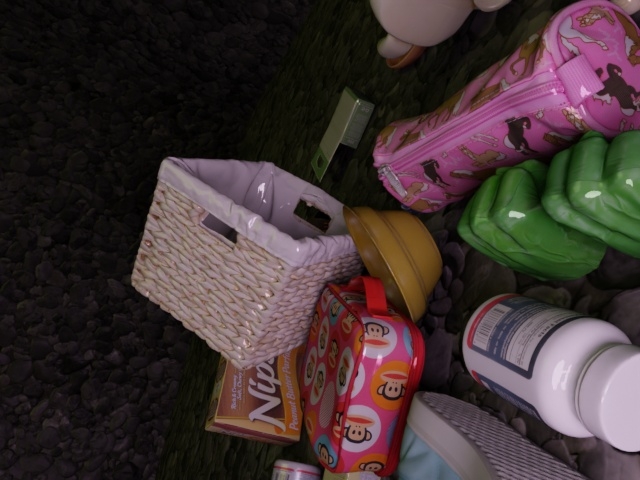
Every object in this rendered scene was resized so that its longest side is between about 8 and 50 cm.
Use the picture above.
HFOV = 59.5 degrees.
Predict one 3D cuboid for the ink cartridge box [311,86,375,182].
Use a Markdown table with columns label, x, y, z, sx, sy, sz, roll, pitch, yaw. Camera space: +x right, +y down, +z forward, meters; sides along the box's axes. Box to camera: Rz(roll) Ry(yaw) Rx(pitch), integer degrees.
| label | x | y | z | sx | sy | sz | roll | pitch | yaw |
| --- | --- | --- | --- | --- | --- | --- | --- | --- | --- |
| ink cartridge box | 0.054 | -0.277 | 1.483 | 0.171 | 0.056 | 0.235 | -109 | 40 | -63 |

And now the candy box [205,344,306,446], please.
| label | x | y | z | sx | sy | sz | roll | pitch | yaw |
| --- | --- | --- | --- | --- | --- | --- | --- | --- | --- |
| candy box | -0.122 | 0.265 | 1.218 | 0.087 | 0.183 | 0.316 | 133 | 151 | -53 |

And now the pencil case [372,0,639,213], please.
| label | x | y | z | sx | sy | sz | roll | pitch | yaw |
| --- | --- | --- | --- | --- | --- | --- | --- | --- | --- |
| pencil case | 0.219 | -0.145 | 0.709 | 0.167 | 0.160 | 0.386 | -63 | 17 | -21 |

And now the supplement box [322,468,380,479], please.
| label | x | y | z | sx | sy | sz | roll | pitch | yaw |
| --- | --- | --- | --- | --- | --- | --- | --- | --- | --- |
| supplement box | 0.044 | 0.369 | 0.846 | 0.083 | 0.056 | 0.083 | -27 | 46 | 64 |

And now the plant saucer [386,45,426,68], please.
| label | x | y | z | sx | sy | sz | roll | pitch | yaw |
| --- | --- | --- | --- | --- | --- | --- | --- | --- | --- |
| plant saucer | 0.215 | -0.479 | 1.264 | 0.200 | 0.037 | 0.200 | -53 | 25 | 39 |

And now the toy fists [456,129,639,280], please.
| label | x | y | z | sx | sy | sz | roll | pitch | yaw |
| --- | --- | --- | --- | --- | --- | --- | --- | --- | --- |
| toy fists | 0.249 | -0.031 | 0.547 | 0.279 | 0.142 | 0.096 | -20 | 53 | 66 |

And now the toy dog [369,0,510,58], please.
| label | x | y | z | sx | sy | sz | roll | pitch | yaw |
| --- | --- | --- | --- | --- | --- | --- | --- | --- | --- |
| toy dog | 0.228 | -0.574 | 1.043 | 0.395 | 0.284 | 0.408 | 105 | 174 | -54 |

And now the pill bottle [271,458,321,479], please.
| label | x | y | z | sx | sy | sz | roll | pitch | yaw |
| --- | --- | --- | --- | --- | --- | --- | --- | --- | --- |
| pill bottle | -0.053 | 0.470 | 0.970 | 0.087 | 0.087 | 0.160 | -35 | 39 | 60 |

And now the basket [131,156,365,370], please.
| label | x | y | z | sx | sy | sz | roll | pitch | yaw |
| --- | --- | --- | --- | --- | --- | --- | --- | --- | --- |
| basket | -0.117 | 0.026 | 1.053 | 0.331 | 0.328 | 0.266 | -9 | -54 | -60 |

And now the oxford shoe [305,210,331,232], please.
| label | x | y | z | sx | sy | sz | roll | pitch | yaw |
| --- | --- | --- | --- | --- | --- | --- | --- | --- | --- |
| oxford shoe | 0.000 | 0.000 | 1.296 | 0.098 | 0.097 | 0.271 | -58 | 21 | 15 |

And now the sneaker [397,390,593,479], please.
| label | x | y | z | sx | sy | sz | roll | pitch | yaw |
| --- | --- | --- | --- | --- | --- | --- | --- | --- | --- |
| sneaker | 0.170 | 0.271 | 0.511 | 0.366 | 0.135 | 0.150 | -149 | 71 | -80 |

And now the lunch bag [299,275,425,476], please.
| label | x | y | z | sx | sy | sz | roll | pitch | yaw |
| --- | --- | --- | --- | --- | --- | --- | --- | --- | --- |
| lunch bag | 0.051 | 0.177 | 0.850 | 0.293 | 0.120 | 0.258 | -134 | 54 | -75 |

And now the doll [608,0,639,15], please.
| label | x | y | z | sx | sy | sz | roll | pitch | yaw |
| --- | --- | --- | --- | --- | --- | --- | --- | --- | --- |
| doll | 0.312 | -0.261 | 0.698 | 0.129 | 0.046 | 0.189 | -34 | 4 | -29 |

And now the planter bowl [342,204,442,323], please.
| label | x | y | z | sx | sy | sz | roll | pitch | yaw |
| --- | --- | --- | --- | --- | --- | --- | --- | --- | --- |
| planter bowl | 0.124 | 0.022 | 0.857 | 0.090 | 0.217 | 0.217 | -28 | 21 | -5 |

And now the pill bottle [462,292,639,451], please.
| label | x | y | z | sx | sy | sz | roll | pitch | yaw |
| --- | --- | --- | --- | --- | --- | --- | --- | --- | --- |
| pill bottle | 0.224 | 0.118 | 0.520 | 0.108 | 0.108 | 0.180 | -70 | 19 | 0 |
